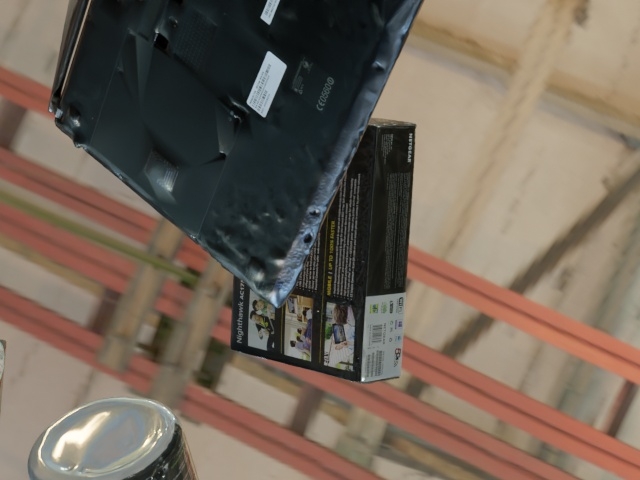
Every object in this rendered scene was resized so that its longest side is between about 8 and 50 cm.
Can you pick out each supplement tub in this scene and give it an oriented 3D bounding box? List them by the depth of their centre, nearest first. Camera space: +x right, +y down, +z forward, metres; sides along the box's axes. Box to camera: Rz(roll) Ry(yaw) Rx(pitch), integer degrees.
[{"bbox_3d":[-0.136,0.219,1.449,0.117,0.190,0.117,-10,-149,6],"label":"supplement tub"}]

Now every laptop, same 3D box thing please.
[{"bbox_3d":[-0.047,-0.146,1.022,0.264,0.136,0.234,39,-46,16],"label":"laptop"}]

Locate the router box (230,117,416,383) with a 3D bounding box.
[{"bbox_3d":[0.000,0.000,1.380,0.133,0.046,0.179,11,-79,43],"label":"router box"}]

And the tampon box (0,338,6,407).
[{"bbox_3d":[-0.310,0.148,1.495,0.101,0.120,0.161,3,-95,12],"label":"tampon box"}]
